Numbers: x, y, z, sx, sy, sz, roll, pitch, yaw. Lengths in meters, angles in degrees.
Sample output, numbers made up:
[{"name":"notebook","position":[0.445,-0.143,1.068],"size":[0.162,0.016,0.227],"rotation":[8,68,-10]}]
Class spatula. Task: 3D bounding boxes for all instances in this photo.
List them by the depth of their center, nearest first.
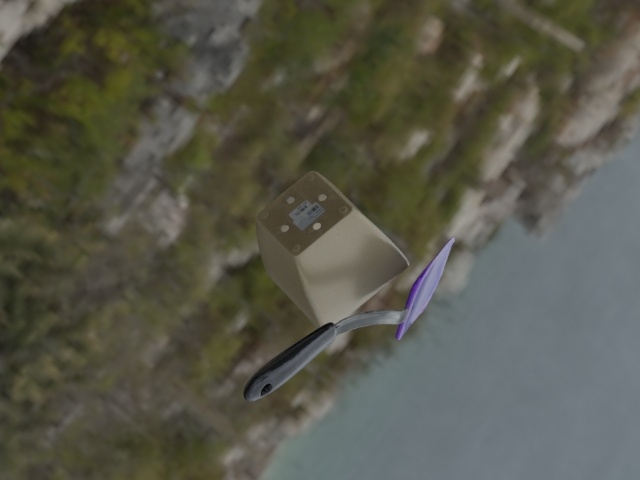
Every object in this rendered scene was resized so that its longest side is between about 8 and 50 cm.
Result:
[{"name":"spatula","position":[0.031,0.080,1.597],"size":[0.296,0.030,0.084],"rotation":[-26,144,-41]}]

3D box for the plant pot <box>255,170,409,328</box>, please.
[{"name":"plant pot","position":[0.000,0.000,1.665],"size":[0.109,0.109,0.096],"rotation":[-39,139,-7]}]
